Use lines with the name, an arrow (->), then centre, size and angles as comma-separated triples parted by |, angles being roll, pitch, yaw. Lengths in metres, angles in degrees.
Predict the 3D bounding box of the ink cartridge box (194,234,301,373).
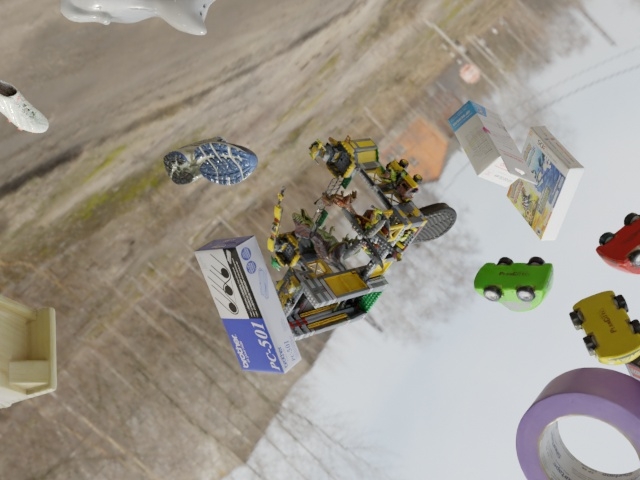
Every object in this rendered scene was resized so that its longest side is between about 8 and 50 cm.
ink cartridge box -> -0.108, 0.098, 1.143 | 0.097, 0.207, 0.046 | -6, -159, 43

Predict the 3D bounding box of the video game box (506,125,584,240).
video game box -> 0.523, -0.136, 1.798 | 0.187, 0.048, 0.205 | -110, -156, -49

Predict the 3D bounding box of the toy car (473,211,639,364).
toy car -> 0.296, 0.057, 0.918 | 0.225, 0.053, 0.239 | -1, -138, 38

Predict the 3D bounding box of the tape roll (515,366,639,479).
tape roll -> 0.355, 0.264, 0.983 | 0.189, 0.189, 0.080 | -44, 170, 36

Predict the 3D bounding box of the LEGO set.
LEGO set -> 0.000, 0.000, 1.221 | 0.192, 0.255, 0.331 | -12, 153, -42

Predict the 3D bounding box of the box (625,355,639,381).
box -> 0.477, 0.208, 0.940 | 0.036, 0.114, 0.207 | -38, -157, -12

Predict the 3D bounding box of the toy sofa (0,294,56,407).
toy sofa -> -0.562, 0.135, 1.114 | 0.177, 0.150, 0.362 | -18, 152, 12

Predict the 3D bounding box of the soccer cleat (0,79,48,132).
soccer cleat -> -0.716, -0.318, 1.797 | 0.076, 0.196, 0.068 | -25, -130, 29

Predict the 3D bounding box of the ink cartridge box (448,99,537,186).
ink cartridge box -> 0.325, -0.168, 1.448 | 0.104, 0.181, 0.061 | 13, 136, -43

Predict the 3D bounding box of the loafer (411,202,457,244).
loafer -> 0.193, -0.037, 1.686 | 0.220, 0.080, 0.078 | -22, -139, 23

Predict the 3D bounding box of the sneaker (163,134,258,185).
sneaker -> -0.117, -0.097, 0.865 | 0.135, 0.052, 0.058 | 5, -145, 39

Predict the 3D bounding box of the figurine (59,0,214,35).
figurine -> -0.229, -0.381, 1.050 | 0.092, 0.210, 0.214 | 69, 31, -77
